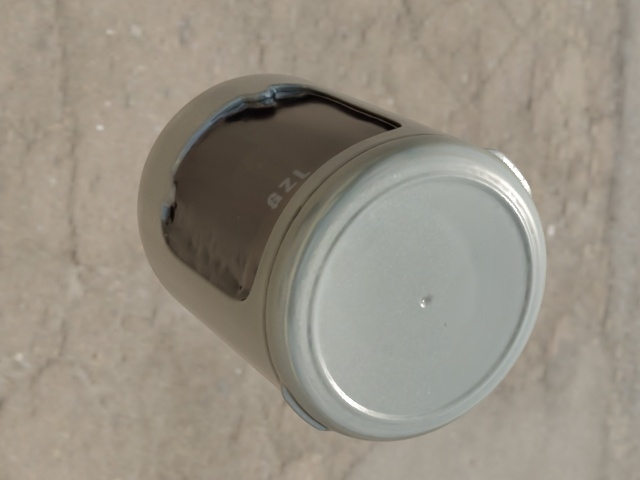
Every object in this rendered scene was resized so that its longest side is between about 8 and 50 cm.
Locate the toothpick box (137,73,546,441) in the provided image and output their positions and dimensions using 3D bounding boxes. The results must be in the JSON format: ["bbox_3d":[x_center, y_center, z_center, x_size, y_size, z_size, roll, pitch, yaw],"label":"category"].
[{"bbox_3d":[0.000,0.000,1.115,0.229,0.316,0.229,-10,111,-27],"label":"toothpick box"}]
